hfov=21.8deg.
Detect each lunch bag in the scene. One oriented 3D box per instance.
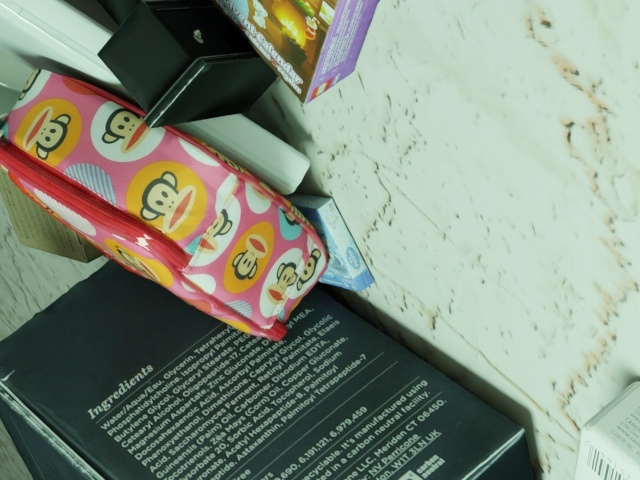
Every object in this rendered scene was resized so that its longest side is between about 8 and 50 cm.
[{"bbox_3d":[-0.148,-0.037,1.432,0.258,0.120,0.293,29,173,30],"label":"lunch bag"}]

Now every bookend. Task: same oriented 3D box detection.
[{"bbox_3d":[-0.121,-0.173,1.304,0.157,0.156,0.072,49,115,11],"label":"bookend"}]

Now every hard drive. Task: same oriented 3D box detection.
[{"bbox_3d":[-0.176,-0.138,1.421,0.307,0.040,0.203,32,172,-27],"label":"hard drive"}]

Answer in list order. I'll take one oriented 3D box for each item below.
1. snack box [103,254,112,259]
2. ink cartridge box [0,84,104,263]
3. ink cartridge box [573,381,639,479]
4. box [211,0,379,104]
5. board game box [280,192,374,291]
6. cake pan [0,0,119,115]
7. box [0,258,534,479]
[{"bbox_3d":[-0.288,-0.043,1.978,0.141,0.037,0.100,27,145,48],"label":"snack box"},{"bbox_3d":[-0.289,-0.106,1.777,0.193,0.088,0.234,12,122,57],"label":"ink cartridge box"},{"bbox_3d":[0.309,0.278,1.239,0.296,0.066,0.261,42,155,27],"label":"ink cartridge box"},{"bbox_3d":[-0.071,-0.261,1.214,0.293,0.057,0.201,48,157,12],"label":"box"},{"bbox_3d":[0.000,0.000,1.502,0.090,0.020,0.090,11,132,59],"label":"board game box"},{"bbox_3d":[-0.279,-0.196,1.538,0.293,0.054,0.293,9,145,6],"label":"cake pan"},{"bbox_3d":[-0.031,0.299,1.627,0.472,0.297,0.480,32,151,38],"label":"box"}]
